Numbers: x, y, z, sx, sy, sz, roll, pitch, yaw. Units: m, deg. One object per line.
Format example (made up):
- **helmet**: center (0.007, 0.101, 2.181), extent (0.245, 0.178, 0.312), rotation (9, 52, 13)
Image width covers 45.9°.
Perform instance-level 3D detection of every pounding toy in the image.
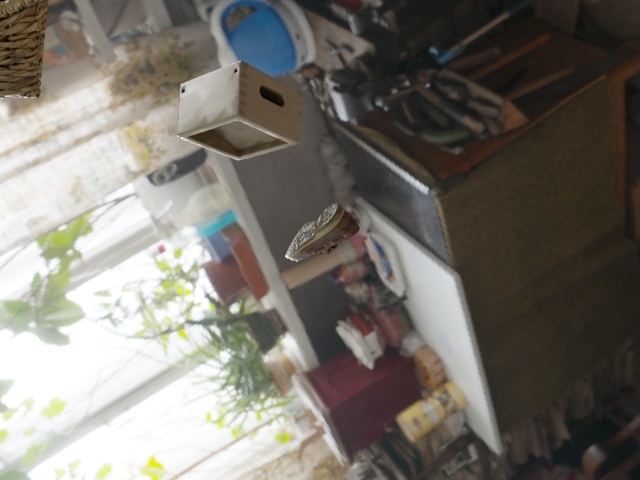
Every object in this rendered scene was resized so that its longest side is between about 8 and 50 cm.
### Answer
- **pounding toy**: center (-0.098, -0.168, 0.966), extent (0.130, 0.141, 0.100), rotation (-9, 73, 38)

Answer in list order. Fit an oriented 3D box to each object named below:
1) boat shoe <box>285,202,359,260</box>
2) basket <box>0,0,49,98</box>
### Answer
- **boat shoe**: center (0.000, 0.000, 1.281), extent (0.060, 0.064, 0.178), rotation (35, 143, -16)
- **basket**: center (-0.539, -0.396, 1.153), extent (0.223, 0.214, 0.299), rotation (122, 139, -49)
